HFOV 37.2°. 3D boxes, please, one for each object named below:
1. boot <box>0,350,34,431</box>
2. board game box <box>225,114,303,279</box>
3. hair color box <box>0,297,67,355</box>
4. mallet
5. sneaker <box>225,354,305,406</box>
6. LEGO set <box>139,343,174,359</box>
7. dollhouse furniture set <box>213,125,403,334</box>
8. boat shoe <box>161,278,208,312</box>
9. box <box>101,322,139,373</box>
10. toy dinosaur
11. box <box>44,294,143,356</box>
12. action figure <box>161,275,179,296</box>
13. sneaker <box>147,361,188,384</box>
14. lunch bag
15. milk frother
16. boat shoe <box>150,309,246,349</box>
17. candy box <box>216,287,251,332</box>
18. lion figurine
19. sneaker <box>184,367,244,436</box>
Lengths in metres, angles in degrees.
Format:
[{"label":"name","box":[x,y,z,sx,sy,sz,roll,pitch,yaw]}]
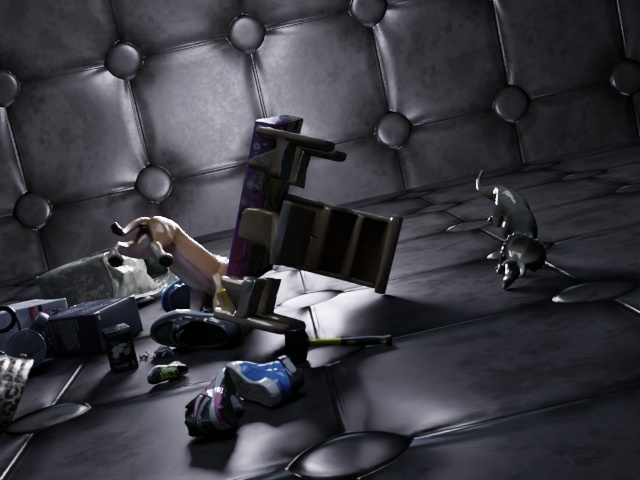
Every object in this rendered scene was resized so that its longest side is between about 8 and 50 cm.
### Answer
[{"label":"boot","box":[-0.664,0.211,1.690,0.284,0.138,0.377,22,2,-16]},{"label":"board game box","box":[-0.117,-0.086,1.993,0.056,0.347,0.208,14,13,8]},{"label":"hair color box","box":[-0.784,0.225,2.186,0.374,0.114,0.185,-14,5,-39]},{"label":"mallet","box":[0.030,0.186,1.658,0.189,0.062,0.039,4,12,8]},{"label":"sneaker","box":[-0.084,0.214,1.509,0.084,0.058,0.152,-24,17,-31]},{"label":"LEGO set","box":[-0.333,0.225,1.937,0.083,0.024,0.054,-11,9,13]},{"label":"dollhouse furniture set","box":[0.000,0.000,1.893,0.256,0.362,0.394,13,1,12]},{"label":"boat shoe","box":[-0.261,0.114,2.303,0.258,0.109,0.089,-21,15,-36]},{"label":"box","box":[-0.401,0.215,1.901,0.052,0.083,0.062,-14,8,-20]},{"label":"toy dinosaur","box":[0.399,-0.031,1.946,0.120,0.314,0.160,-2,-30,-2]},{"label":"box","box":[-0.520,0.195,2.178,0.158,0.093,0.156,-9,9,27]},{"label":"action figure","box":[-0.379,0.123,2.555,0.137,0.064,0.232,-23,4,3]},{"label":"sneaker","box":[-0.277,0.239,1.731,0.035,0.031,0.083,-3,12,45]},{"label":"lunch bag","box":[-0.579,0.110,2.588,0.235,0.169,0.287,-16,1,24]},{"label":"milk frother","box":[-0.661,0.208,2.059,0.143,0.129,0.134,8,-6,-14]},{"label":"boat shoe","box":[-0.261,0.189,1.926,0.228,0.080,0.076,0,12,26]},{"label":"candy box","box":[-0.162,0.133,2.026,0.027,0.105,0.206,-18,6,17]},{"label":"lion figurine","box":[-0.293,0.047,2.061,0.142,0.392,0.240,-31,26,19]},{"label":"sneaker","box":[-0.166,0.244,1.425,0.077,0.072,0.178,-23,2,3]}]
